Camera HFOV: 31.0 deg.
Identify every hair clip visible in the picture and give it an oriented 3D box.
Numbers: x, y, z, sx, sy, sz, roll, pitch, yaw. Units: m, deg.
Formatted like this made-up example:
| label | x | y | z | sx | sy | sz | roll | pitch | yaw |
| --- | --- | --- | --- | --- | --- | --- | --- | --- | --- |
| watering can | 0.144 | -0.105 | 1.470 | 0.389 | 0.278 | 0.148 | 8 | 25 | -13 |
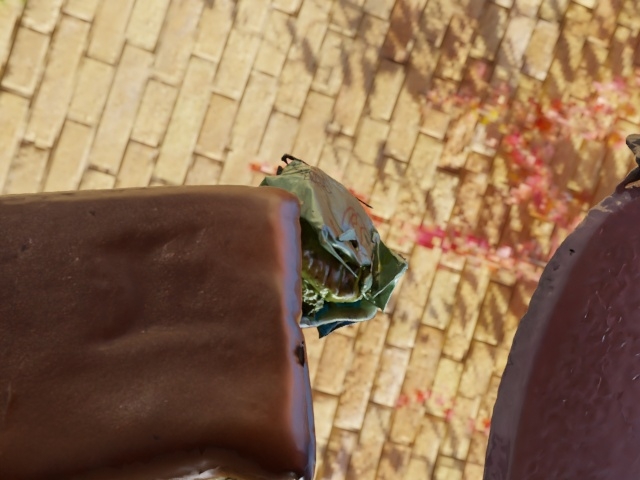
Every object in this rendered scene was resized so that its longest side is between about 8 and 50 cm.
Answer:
| label | x | y | z | sx | sy | sz | roll | pitch | yaw |
| --- | --- | --- | --- | --- | --- | --- | --- | --- | --- |
| hair clip | 0.109 | 0.139 | 0.394 | 0.095 | 0.110 | 0.358 | -54 | 144 | -74 |

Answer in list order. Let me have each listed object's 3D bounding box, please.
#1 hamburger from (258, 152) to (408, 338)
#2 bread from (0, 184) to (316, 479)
| label | x | y | z | sx | sy | sz | roll | pitch | yaw |
| --- | --- | --- | --- | --- | --- | --- | --- | --- | --- |
| hamburger | 0.003 | 0.004 | 1.573 | 0.150 | 0.260 | 0.276 | -27 | -173 | 39 |
| bread | -0.171 | 0.105 | 1.032 | 0.143 | 0.333 | 0.323 | 94 | -10 | -50 |
